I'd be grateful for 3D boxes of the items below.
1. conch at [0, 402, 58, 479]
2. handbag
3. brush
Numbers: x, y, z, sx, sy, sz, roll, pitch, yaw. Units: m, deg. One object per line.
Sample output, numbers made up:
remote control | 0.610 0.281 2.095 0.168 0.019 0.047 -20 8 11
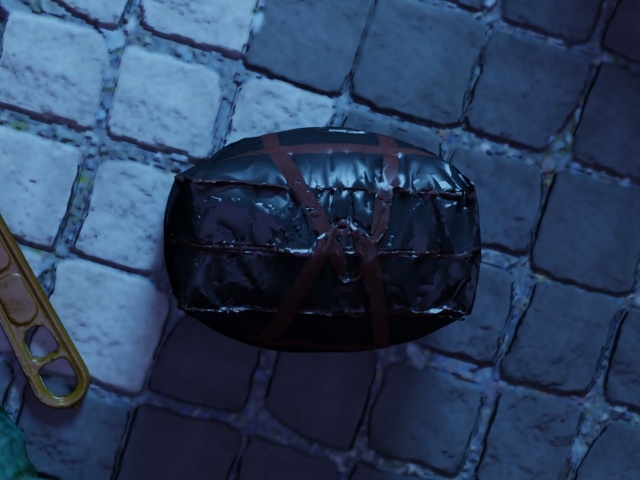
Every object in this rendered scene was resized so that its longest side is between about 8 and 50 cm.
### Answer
conch | -0.234 0.209 1.336 0.202 0.134 0.196 14 96 -9
handbag | 0.000 0.000 1.328 0.215 0.169 0.155 0 97 -8
brush | -0.244 -0.017 1.368 0.090 0.017 0.314 -27 101 -2
